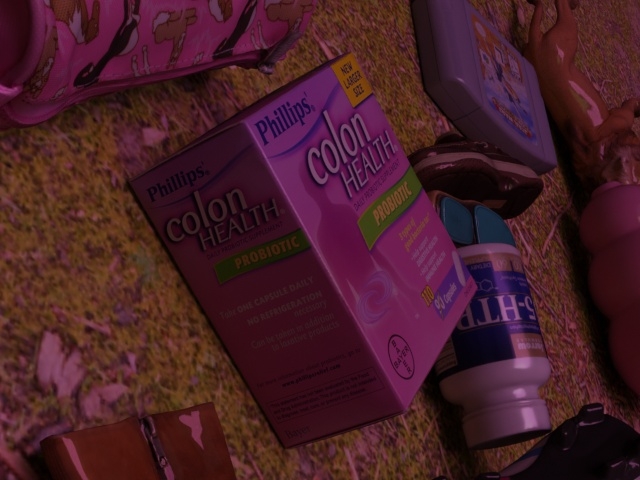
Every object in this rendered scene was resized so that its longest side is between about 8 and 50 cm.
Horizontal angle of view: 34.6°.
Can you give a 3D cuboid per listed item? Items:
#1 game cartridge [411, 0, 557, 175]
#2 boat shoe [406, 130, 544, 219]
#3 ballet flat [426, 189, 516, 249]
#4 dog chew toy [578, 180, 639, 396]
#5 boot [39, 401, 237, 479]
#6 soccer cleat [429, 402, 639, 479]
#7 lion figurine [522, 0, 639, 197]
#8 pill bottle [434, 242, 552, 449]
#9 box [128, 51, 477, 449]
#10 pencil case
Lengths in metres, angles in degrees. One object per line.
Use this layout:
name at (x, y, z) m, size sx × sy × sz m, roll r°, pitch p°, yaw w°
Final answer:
game cartridge at (0.230, -0.207, 1.398) m, size 0.297 × 0.062 × 0.198 m, roll 28°, pitch 43°, yaw -47°
boat shoe at (0.154, -0.078, 1.174) m, size 0.257 × 0.095 × 0.095 m, roll 7°, pitch 40°, yaw -54°
ballet flat at (0.140, -0.008, 1.099) m, size 0.232 × 0.073 × 0.080 m, roll 23°, pitch 62°, yaw -57°
dog chew toy at (0.480, 0.066, 1.468) m, size 0.206 × 0.206 × 0.332 m, roll 8°, pitch 55°, yaw -55°
boot at (-0.086, 0.233, 0.557) m, size 0.264 × 0.096 × 0.280 m, roll -9°, pitch 77°, yaw -59°
soccer cleat at (0.172, 0.261, 0.902) m, size 0.331 × 0.143 × 0.116 m, roll -16°, pitch 39°, yaw -36°
lion figurine at (0.410, -0.227, 1.643) m, size 0.392 × 0.142 × 0.240 m, roll 50°, pitch 39°, yaw 0°
pill bottle at (0.166, 0.107, 1.021) m, size 0.112 × 0.112 × 0.186 m, roll 16°, pitch 56°, yaw -53°
box at (0.000, 0.000, 0.830) m, size 0.243 × 0.117 × 0.213 m, roll 60°, pitch 31°, yaw -9°
pencil case at (-0.137, -0.180, 0.705) m, size 0.167 × 0.160 × 0.386 m, roll 30°, pitch 26°, yaw 16°
